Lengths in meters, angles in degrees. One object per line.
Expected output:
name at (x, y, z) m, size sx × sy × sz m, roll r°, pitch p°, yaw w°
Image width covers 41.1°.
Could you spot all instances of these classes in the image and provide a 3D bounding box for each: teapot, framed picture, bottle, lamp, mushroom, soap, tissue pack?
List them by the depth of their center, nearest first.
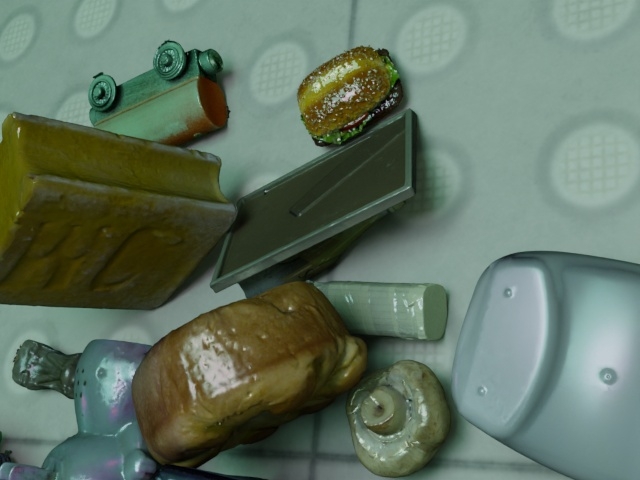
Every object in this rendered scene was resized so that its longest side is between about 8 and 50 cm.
tissue pack at (0.324, 0.141, 0.880) m, size 0.333 × 0.236 × 0.229 m, roll 16°, pitch 90°, yaw 36°
mushroom at (0.096, 0.220, 1.061) m, size 0.148 × 0.112 × 0.148 m, roll -15°, pitch 57°, yaw 24°
teapot at (0.065, 0.107, 1.151) m, size 0.200 × 0.077 × 0.107 m, roll 1°, pitch 92°, yaw 33°
lamp at (-0.312, 0.292, 1.211) m, size 0.247 × 0.247 × 0.301 m, roll -9°, pitch 66°, yaw 53°
framed picture at (-0.006, -0.061, 1.214) m, size 0.324 × 0.020 × 0.240 m, roll -26°, pitch 26°, yaw 20°
bottle at (0.000, 0.000, 1.224) m, size 0.270 × 0.083 × 0.083 m, roll -30°, pitch 58°, yaw 17°
soap at (-0.338, -0.025, 1.254) m, size 0.293 × 0.335 × 0.156 m, roll -46°, pitch 54°, yaw 32°

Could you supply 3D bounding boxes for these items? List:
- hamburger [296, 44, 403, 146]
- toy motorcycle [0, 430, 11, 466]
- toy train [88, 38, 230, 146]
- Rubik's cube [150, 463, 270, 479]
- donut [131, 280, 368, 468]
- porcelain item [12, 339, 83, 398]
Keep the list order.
hamburger at (0.040, -0.218, 1.279) m, size 0.166 × 0.087 × 0.137 m, roll -28°, pitch 59°, yaw 20°
toy motorcycle at (-0.597, 0.420, 1.458) m, size 0.190 × 0.074 × 0.106 m, roll -47°, pitch 46°, yaw 9°
toy train at (-0.285, -0.226, 1.484) m, size 0.285 × 0.116 × 0.177 m, roll -18°, pitch 75°, yaw 25°
Rubik's cube at (-0.058, 0.411, 1.002) m, size 0.248 × 0.250 × 0.246 m, roll -2°, pitch 71°, yaw 34°
donut at (-0.097, 0.174, 1.070) m, size 0.317 × 0.299 × 0.150 m, roll -32°, pitch 77°, yaw 23°
porcelain item at (-0.414, 0.224, 1.419) m, size 0.216 × 0.069 × 0.081 m, roll 7°, pitch 71°, yaw 29°
